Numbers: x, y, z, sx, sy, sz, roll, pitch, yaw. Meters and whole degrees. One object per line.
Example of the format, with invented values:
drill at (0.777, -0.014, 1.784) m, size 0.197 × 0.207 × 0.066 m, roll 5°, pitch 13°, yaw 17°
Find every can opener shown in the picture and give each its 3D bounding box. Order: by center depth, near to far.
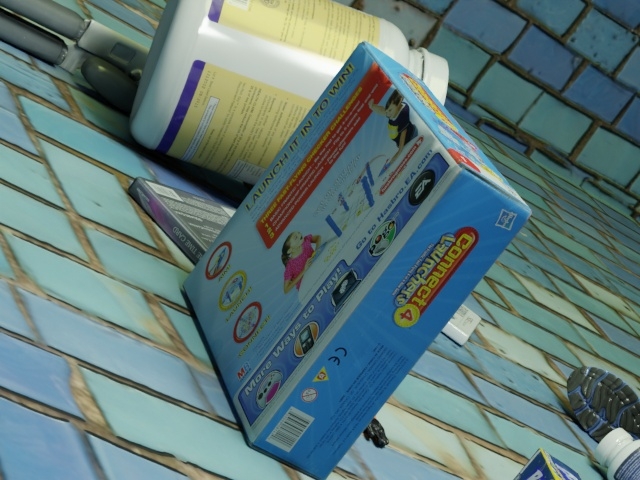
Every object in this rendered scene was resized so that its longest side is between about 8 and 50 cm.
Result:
can opener at (-0.315, -0.245, 2.276) m, size 0.280 × 0.074 × 0.093 m, roll 27°, pitch 16°, yaw -33°

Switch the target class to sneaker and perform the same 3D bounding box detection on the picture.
sneaker at (0.401, 0.245, 2.405) m, size 0.221 × 0.083 × 0.087 m, roll 42°, pitch 0°, yaw 5°

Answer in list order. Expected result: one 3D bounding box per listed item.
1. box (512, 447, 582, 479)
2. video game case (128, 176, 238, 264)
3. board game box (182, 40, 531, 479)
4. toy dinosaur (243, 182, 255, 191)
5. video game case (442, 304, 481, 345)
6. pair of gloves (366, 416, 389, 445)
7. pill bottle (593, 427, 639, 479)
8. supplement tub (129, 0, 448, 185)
box at (0.241, 0.278, 1.884) m, size 0.054 × 0.059 × 0.169 m, roll 34°, pitch 13°, yaw -19°
video game case at (-0.068, 0.036, 2.030) m, size 0.274 × 0.026 × 0.196 m, roll 46°, pitch 16°, yaw 34°
board game box at (0.021, 0.010, 1.718) m, size 0.086 × 0.308 × 0.302 m, roll 30°, pitch 15°, yaw -27°
toy dinosaur at (-0.081, -0.081, 2.363) m, size 0.211 × 0.064 × 0.112 m, roll 38°, pitch -8°, yaw -37°
video game case at (0.133, 0.071, 2.426) m, size 0.157 × 0.019 × 0.143 m, roll 37°, pitch 13°, yaw 5°
pair of gloves at (0.031, 0.170, 1.838) m, size 0.083 × 0.010 × 0.074 m, roll 33°, pitch 12°, yaw -22°
pill bottle at (0.382, 0.278, 2.222) m, size 0.120 × 0.067 × 0.067 m, roll 44°, pitch 15°, yaw 30°
supplement tub at (-0.038, -0.177, 2.240) m, size 0.331 × 0.241 × 0.241 m, roll 19°, pitch 16°, yaw -11°
